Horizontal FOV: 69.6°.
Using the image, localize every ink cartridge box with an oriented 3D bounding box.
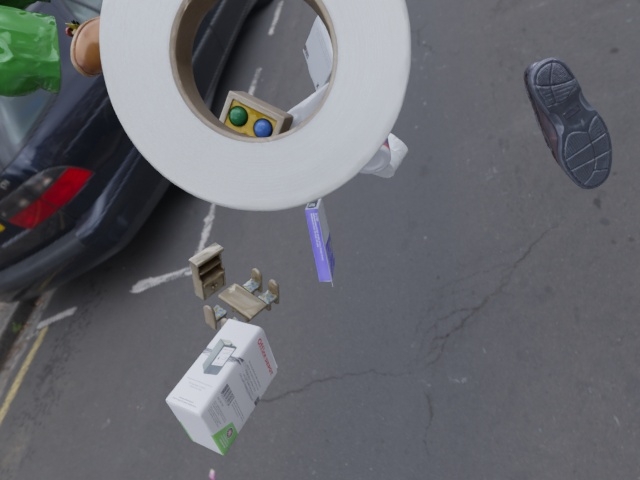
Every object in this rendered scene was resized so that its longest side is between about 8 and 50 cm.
[{"bbox_3d":[0.000,0.000,1.258,0.045,0.206,0.208,-10,15,5],"label":"ink cartridge box"},{"bbox_3d":[-0.244,0.376,1.207,0.114,0.198,0.273,10,43,26],"label":"ink cartridge box"}]

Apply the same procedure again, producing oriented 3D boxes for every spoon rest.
[{"bbox_3d":[0.006,-0.290,1.037,0.276,0.137,0.084,-27,70,24],"label":"spoon rest"}]

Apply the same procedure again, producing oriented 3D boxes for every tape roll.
[{"bbox_3d":[-0.080,-0.233,0.592,0.392,0.392,0.072,-33,10,10],"label":"tape roll"}]

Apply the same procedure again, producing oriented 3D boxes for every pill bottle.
[{"bbox_3d":[0.126,-0.287,1.252,0.108,0.108,0.194,-20,55,23],"label":"pill bottle"}]

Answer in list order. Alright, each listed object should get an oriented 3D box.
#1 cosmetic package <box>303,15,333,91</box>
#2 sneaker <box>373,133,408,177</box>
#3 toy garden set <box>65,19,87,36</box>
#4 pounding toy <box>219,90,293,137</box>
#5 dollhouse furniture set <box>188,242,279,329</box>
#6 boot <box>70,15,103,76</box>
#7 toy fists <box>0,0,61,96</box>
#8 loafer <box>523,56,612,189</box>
[{"bbox_3d":[0.073,-0.504,1.254,0.183,0.151,0.151,-14,80,-21],"label":"cosmetic package"},{"bbox_3d":[0.178,-0.340,1.722,0.292,0.108,0.169,24,53,20],"label":"sneaker"},{"bbox_3d":[-0.591,-0.612,1.336,0.203,0.049,0.244,21,33,30],"label":"toy garden set"},{"bbox_3d":[-0.122,-0.189,0.984,0.181,0.206,0.094,-64,-2,20],"label":"pounding toy"},{"bbox_3d":[-0.276,0.144,1.411,0.242,0.161,0.212,29,46,26],"label":"dollhouse furniture set"},{"bbox_3d":[-0.461,-0.515,1.128,0.220,0.109,0.283,6,50,33],"label":"boot"},{"bbox_3d":[-0.441,-0.315,0.617,0.096,0.142,0.279,-30,68,53],"label":"toy fists"},{"bbox_3d":[0.527,-0.252,0.988,0.109,0.303,0.095,-31,17,12],"label":"loafer"}]
